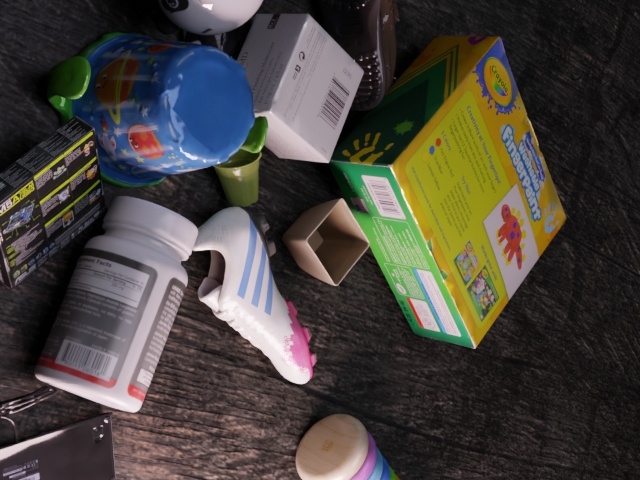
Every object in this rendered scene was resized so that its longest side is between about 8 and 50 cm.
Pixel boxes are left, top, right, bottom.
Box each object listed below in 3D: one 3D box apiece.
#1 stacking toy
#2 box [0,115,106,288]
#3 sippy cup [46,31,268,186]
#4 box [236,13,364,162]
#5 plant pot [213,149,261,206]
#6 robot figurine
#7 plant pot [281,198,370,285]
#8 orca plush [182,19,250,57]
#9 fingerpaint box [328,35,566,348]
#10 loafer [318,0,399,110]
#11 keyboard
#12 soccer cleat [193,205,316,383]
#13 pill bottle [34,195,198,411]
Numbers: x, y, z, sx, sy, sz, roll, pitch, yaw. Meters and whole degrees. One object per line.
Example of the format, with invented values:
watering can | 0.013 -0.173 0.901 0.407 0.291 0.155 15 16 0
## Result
stacking toy | 0.097 0.452 2.052 0.330 0.141 0.141 49 61 -37
box | -0.382 -0.050 1.569 0.191 0.045 0.184 -45 155 -30
sippy cup | -0.222 -0.192 1.650 0.305 0.224 0.240 -33 114 -37
box | -0.045 -0.249 1.863 0.182 0.119 0.181 37 68 -48
plant pot | -0.131 -0.099 1.845 0.083 0.083 0.079 -31 124 -37
robot figurine | -0.187 -0.427 1.654 0.173 0.278 0.209 -22 151 -10
plant pot | 0.000 0.000 1.951 0.109 0.096 0.109 -50 123 -28
orca plush | -0.132 -0.392 1.801 0.151 0.102 0.287 39 67 -37
fingerpaint box | 0.247 -0.093 2.108 0.371 0.163 0.445 -50 130 -28
loafer | 0.069 -0.416 1.988 0.130 0.133 0.366 -35 128 -63
keyboard | -0.435 0.304 1.618 0.317 0.033 0.202 -14 108 -42
soccer cleat | -0.120 0.106 1.855 0.143 0.116 0.331 -28 110 -21
pill bottle | -0.289 0.091 1.649 0.161 0.161 0.283 31 72 -39
